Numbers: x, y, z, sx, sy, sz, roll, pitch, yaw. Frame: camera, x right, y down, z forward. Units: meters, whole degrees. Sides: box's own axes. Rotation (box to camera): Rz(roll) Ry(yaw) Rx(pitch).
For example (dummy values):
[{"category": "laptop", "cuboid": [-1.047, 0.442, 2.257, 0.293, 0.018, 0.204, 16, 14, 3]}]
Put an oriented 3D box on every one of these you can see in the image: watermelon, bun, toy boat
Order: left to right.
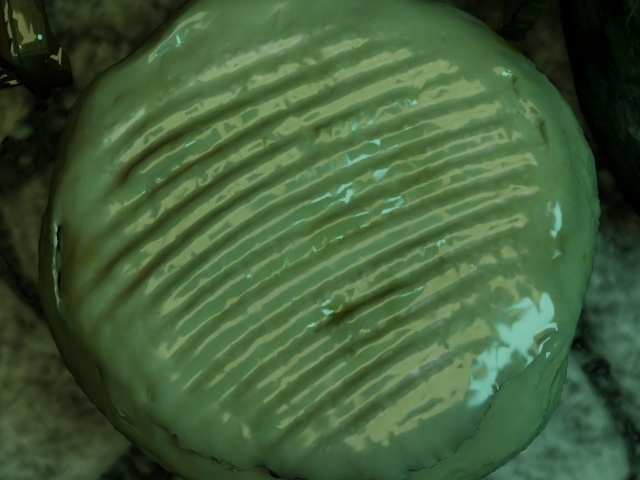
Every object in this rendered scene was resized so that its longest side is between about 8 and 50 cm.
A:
[{"category": "bun", "cuboid": [0.000, 0.000, 0.814, 0.239, 0.141, 0.239, -1, 73, 4]}, {"category": "toy boat", "cuboid": [0.097, -0.128, 0.841, 0.016, 0.115, 0.063, 9, 85, -5]}, {"category": "watermelon", "cuboid": [0.175, -0.112, 0.877, 0.202, 0.136, 0.207, 19, 51, -34]}]

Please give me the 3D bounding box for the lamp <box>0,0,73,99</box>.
[{"category": "lamp", "cuboid": [-0.280, -0.084, 0.852, 0.325, 0.090, 0.089, -11, 84, -1]}]
